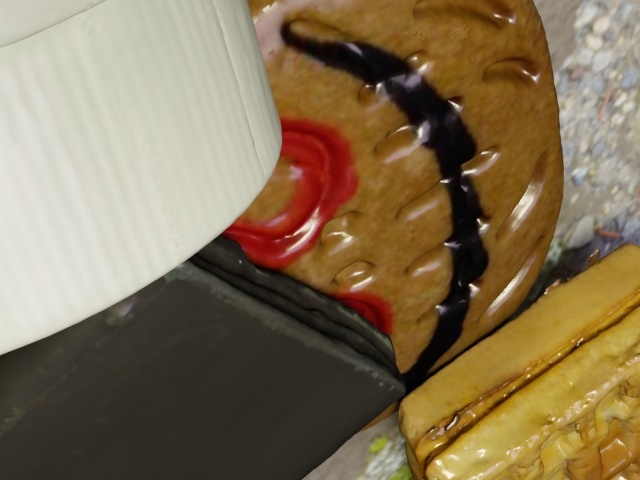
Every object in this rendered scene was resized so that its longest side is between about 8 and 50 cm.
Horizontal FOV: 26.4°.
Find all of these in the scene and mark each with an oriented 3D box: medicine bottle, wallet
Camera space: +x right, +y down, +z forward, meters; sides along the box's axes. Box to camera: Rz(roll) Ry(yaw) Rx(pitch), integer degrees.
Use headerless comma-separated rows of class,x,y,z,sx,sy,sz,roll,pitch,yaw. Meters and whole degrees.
medicine bottle,-0.147,-0.135,0.389,0.245,0.245,0.306,-27,117,-17
wallet,-0.159,0.157,0.736,0.406,0.062,0.228,-42,139,14

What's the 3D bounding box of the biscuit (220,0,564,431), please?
biscuit,0.001,0.001,0.765,0.314,0.063,0.367,-31,141,-11

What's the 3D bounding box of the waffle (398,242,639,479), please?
waffle,0.171,0.161,0.976,0.224,0.098,0.328,-35,147,-13
